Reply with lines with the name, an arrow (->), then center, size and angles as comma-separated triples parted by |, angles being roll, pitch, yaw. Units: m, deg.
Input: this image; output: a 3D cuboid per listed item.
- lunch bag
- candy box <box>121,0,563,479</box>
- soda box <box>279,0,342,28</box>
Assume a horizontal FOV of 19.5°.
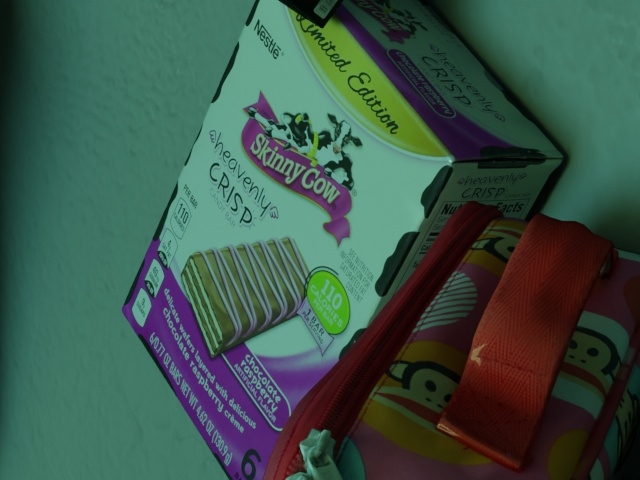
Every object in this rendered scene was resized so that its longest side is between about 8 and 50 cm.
lunch bag -> 0.047, 0.112, 0.681 | 0.120, 0.293, 0.258 | 21, 115, 12
candy box -> 0.000, 0.000, 0.897 | 0.159, 0.071, 0.233 | 53, 131, 35
soda box -> 0.020, -0.181, 0.814 | 0.169, 0.053, 0.060 | -53, 48, 4
